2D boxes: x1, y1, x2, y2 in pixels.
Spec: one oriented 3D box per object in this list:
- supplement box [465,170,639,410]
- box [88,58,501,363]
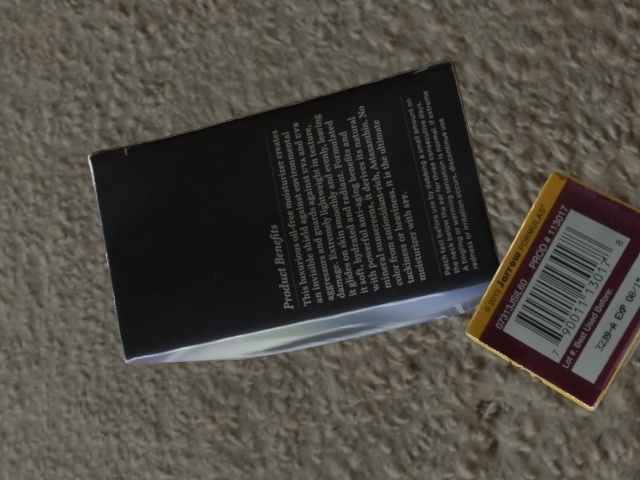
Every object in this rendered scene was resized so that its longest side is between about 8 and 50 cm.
[{"bbox_3d":[0.168,0.027,0.519,0.081,0.188,0.104,31,101,22],"label":"supplement box"},{"bbox_3d":[0.000,0.000,0.762,0.294,0.296,0.182,-13,80,10],"label":"box"}]
